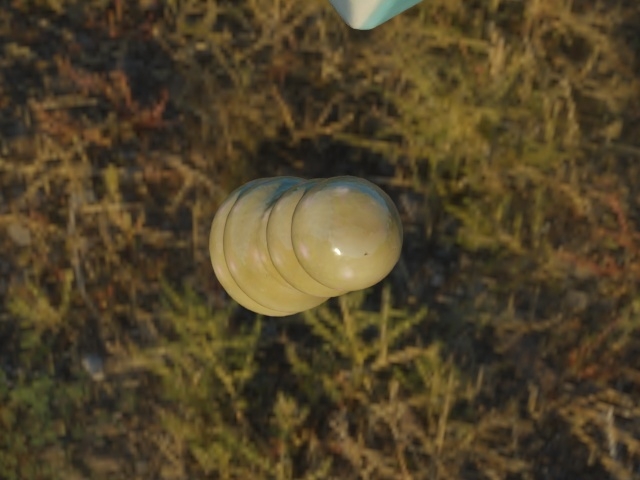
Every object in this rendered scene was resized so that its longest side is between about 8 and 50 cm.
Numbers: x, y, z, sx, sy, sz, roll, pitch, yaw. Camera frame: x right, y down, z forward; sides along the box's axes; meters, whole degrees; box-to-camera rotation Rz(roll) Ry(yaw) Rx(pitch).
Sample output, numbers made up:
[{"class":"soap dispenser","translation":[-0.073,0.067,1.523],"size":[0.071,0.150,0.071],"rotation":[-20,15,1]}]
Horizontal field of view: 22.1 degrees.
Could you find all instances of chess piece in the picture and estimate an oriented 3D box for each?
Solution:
[{"class":"chess piece","translation":[0.000,0.000,1.030],"size":[0.094,0.170,0.094],"rotation":[2,86,-23]}]

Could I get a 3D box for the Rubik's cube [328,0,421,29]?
[{"class":"Rubik's cube","translation":[0.085,-0.330,0.783],"size":[0.292,0.290,0.291],"rotation":[-31,81,-33]}]
